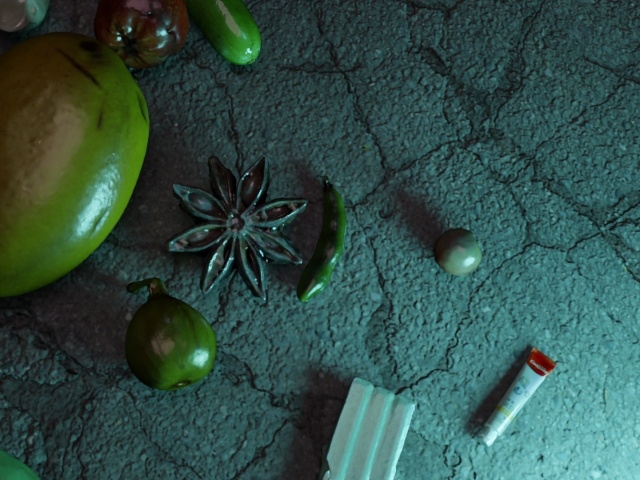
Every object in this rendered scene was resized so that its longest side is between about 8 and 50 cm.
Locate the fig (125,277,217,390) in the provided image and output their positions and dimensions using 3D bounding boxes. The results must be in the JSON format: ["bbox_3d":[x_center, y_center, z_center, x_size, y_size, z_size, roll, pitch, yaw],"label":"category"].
[{"bbox_3d":[-0.234,0.142,1.803,0.142,0.148,0.186,2,73,-11],"label":"fig"}]

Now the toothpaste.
[{"bbox_3d":[0.319,0.259,1.884,0.048,0.031,0.190,37,69,10],"label":"toothpaste"}]

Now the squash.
[{"bbox_3d":[-0.220,-0.466,2.028,0.101,0.101,0.378,-29,76,-15],"label":"squash"}]

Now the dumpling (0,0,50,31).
[{"bbox_3d":[-0.539,-0.416,1.976,0.134,0.100,0.169,2,69,9],"label":"dumpling"}]

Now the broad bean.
[{"bbox_3d":[0.005,0.000,1.929,0.069,0.039,0.226,11,70,-9],"label":"broad bean"}]

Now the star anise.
[{"bbox_3d":[-0.133,-0.025,1.888,0.223,0.109,0.236,6,88,4],"label":"star anise"}]

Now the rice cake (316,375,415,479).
[{"bbox_3d":[0.065,0.342,1.819,0.127,0.043,0.237,20,70,0],"label":"rice cake"}]

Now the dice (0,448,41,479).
[{"bbox_3d":[-0.549,0.442,1.529,0.330,0.322,0.318,11,54,13],"label":"dice"}]

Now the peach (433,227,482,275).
[{"bbox_3d":[0.230,0.020,1.928,0.083,0.083,0.083,2,72,-6],"label":"peach"}]

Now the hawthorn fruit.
[{"bbox_3d":[-0.300,-0.381,1.962,0.173,0.179,0.173,1,111,3],"label":"hawthorn fruit"}]

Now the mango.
[{"bbox_3d":[-0.447,-0.118,1.824,0.301,0.220,0.445,25,74,-1],"label":"mango"}]
